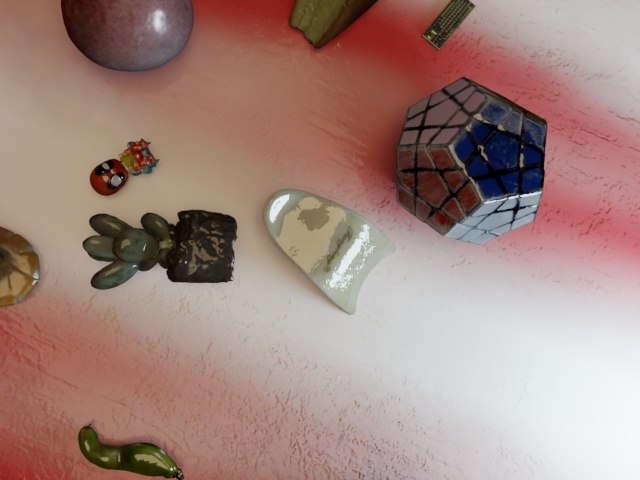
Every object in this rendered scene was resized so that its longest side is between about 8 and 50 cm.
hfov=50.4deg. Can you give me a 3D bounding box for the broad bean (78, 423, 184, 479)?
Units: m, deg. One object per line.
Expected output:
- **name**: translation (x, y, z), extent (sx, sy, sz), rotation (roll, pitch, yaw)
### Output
- **broad bean**: translation (-0.356, 0.407, 1.279), extent (0.213, 0.048, 0.070), rotation (22, 85, -6)

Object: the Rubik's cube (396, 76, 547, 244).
- **Rubik's cube**: translation (0.290, -0.149, 1.303), extent (0.319, 0.264, 0.319), rotation (0, 88, -10)

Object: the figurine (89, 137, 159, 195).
- **figurine**: translation (-0.376, -0.136, 1.283), extent (0.140, 0.075, 0.068), rotation (-31, 95, 1)

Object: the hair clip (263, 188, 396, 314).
- **hair clip**: translation (0.009, 0.003, 1.325), extent (0.282, 0.113, 0.172), rotation (36, 83, -8)

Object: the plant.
- **plant**: translation (-0.293, 0.011, 1.258), extent (0.274, 0.149, 0.146), rotation (-1, 73, -13)

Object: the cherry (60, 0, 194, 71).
- **cherry**: translation (-0.346, -0.417, 1.216), extent (0.239, 0.239, 0.206), rotation (4, 85, -10)

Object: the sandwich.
- **sandwich**: translation (0.046, -0.502, 1.342), extent (0.122, 0.128, 0.236), rotation (42, 84, 15)

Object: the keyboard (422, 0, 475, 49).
- **keyboard**: translation (0.271, -0.464, 1.436), extent (0.049, 0.015, 0.129), rotation (41, 82, -6)

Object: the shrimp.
- **shrimp**: translation (-0.658, 0.040, 1.231), extent (0.287, 0.063, 0.152), rotation (7, 85, -13)
